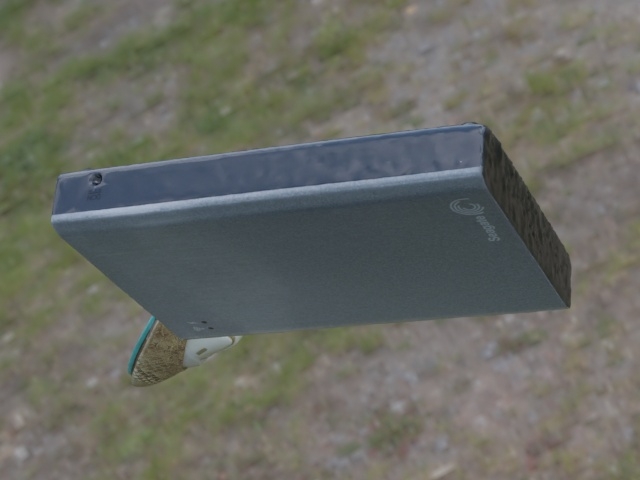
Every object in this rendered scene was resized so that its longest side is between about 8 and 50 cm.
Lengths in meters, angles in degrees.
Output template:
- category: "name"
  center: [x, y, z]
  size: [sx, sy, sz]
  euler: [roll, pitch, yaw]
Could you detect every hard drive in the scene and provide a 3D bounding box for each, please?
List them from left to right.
- category: "hard drive"
  center: [0.000, 0.000, 0.547]
  size: [0.135, 0.094, 0.022]
  euler: [-6, 63, 22]

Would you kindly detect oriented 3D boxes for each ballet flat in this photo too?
- category: "ballet flat"
  center: [-0.077, 0.038, 1.255]
  size: [0.067, 0.206, 0.073]
  euler: [30, 35, 8]
